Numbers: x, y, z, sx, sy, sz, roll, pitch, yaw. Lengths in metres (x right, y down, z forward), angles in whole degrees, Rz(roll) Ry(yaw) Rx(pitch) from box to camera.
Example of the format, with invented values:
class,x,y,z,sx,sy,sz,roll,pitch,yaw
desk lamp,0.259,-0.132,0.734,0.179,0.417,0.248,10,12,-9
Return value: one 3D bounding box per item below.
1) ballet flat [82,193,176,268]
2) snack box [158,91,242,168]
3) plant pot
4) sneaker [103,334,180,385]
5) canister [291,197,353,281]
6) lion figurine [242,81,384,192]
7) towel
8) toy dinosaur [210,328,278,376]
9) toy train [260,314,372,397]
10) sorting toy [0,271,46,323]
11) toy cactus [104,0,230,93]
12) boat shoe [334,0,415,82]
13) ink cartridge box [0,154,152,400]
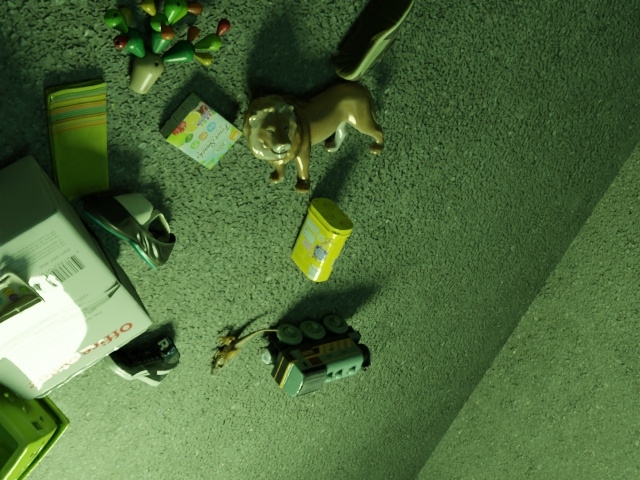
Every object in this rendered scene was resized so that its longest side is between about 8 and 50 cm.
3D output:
class,x,y,z,sx,sy,sz,roll,pitch,yaw
ballet flat,-0.362,-0.036,1.475,0.096,0.095,0.280,-49,157,-8
snack box,-0.229,-0.209,1.457,0.100,0.037,0.141,-46,146,6
plant pot,-0.650,0.378,1.488,0.228,0.227,0.207,-49,171,8
sneaker,-0.407,0.264,1.768,0.121,0.079,0.217,-46,154,-1
canister,0.000,0.000,1.843,0.073,0.126,0.170,-9,136,-40
lion figurine,-0.003,-0.249,1.586,0.392,0.142,0.240,-37,141,-34
towel,-0.420,-0.169,1.323,0.102,0.021,0.237,-19,140,-30
toy dinosaur,-0.224,0.274,1.986,0.211,0.064,0.112,-37,165,8
toy train,-0.006,0.324,2.129,0.333,0.190,0.142,-7,133,-41
sorting toy,-0.494,0.084,1.199,0.083,0.045,0.075,-29,136,-11
toy cactus,-0.264,-0.319,1.262,0.219,0.112,0.180,-12,146,-49
boat shoe,0.117,-0.422,1.549,0.224,0.080,0.073,-52,157,11
ink cartridge box,-0.522,0.083,1.353,0.285,0.166,0.395,-32,145,-8
